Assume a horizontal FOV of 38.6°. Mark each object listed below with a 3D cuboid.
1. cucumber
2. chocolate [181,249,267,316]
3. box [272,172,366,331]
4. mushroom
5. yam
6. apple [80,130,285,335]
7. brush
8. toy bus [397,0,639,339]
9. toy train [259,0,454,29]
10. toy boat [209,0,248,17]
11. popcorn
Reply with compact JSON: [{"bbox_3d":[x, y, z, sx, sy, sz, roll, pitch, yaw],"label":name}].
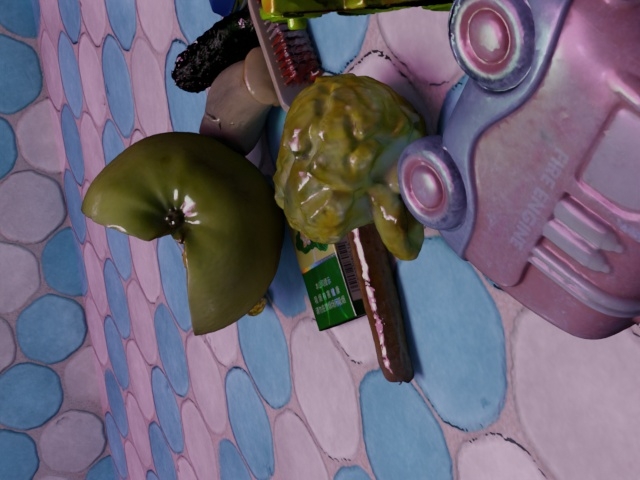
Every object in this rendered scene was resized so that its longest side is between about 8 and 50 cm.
[{"bbox_3d":[-0.139,-0.285,1.341,0.072,0.081,0.303,55,155,-12],"label":"cucumber"},{"bbox_3d":[-0.160,0.063,1.555,0.219,0.086,0.085,38,135,51],"label":"chocolate"},{"bbox_3d":[0.000,0.000,1.244,0.132,0.034,0.235,-31,74,64],"label":"box"},{"bbox_3d":[-0.109,-0.200,1.301,0.247,0.096,0.108,-37,62,61],"label":"mushroom"},{"bbox_3d":[0.068,0.048,1.119,0.046,0.046,0.263,-16,87,64],"label":"yam"},{"bbox_3d":[-0.177,-0.029,1.327,0.295,0.233,0.258,48,172,2],"label":"apple"},{"bbox_3d":[-0.016,-0.177,1.167,0.050,0.060,0.320,-30,75,52],"label":"brush"},{"bbox_3d":[0.211,-0.062,0.626,0.232,0.197,0.294,50,144,27],"label":"toy bus"},{"bbox_3d":[0.071,-0.224,0.703,0.161,0.296,0.100,8,108,54],"label":"toy train"},{"bbox_3d":[-0.127,-0.392,1.269,0.295,0.088,0.129,137,117,-73],"label":"toy boat"},{"bbox_3d":[0.043,-0.075,0.988,0.212,0.198,0.198,38,141,16],"label":"popcorn"}]
